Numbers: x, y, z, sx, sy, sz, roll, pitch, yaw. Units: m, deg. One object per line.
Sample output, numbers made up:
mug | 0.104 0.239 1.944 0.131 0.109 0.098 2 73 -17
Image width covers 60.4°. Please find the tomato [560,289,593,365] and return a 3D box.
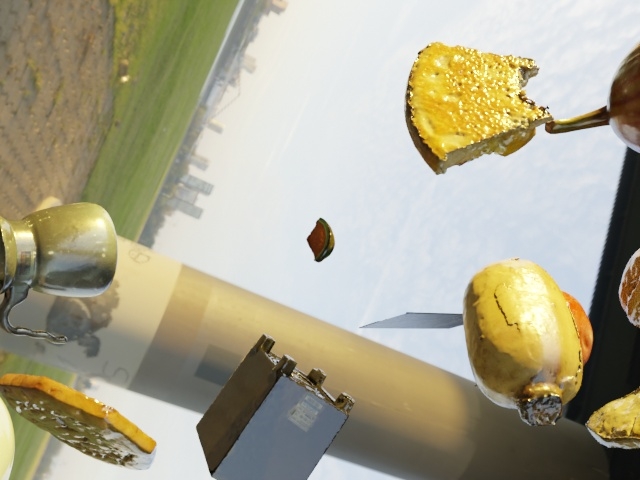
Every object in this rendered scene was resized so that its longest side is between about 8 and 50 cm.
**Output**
tomato | 0.452 0.199 1.158 0.232 0.232 0.188 -61 162 16

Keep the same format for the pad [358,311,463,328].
pad | 0.338 0.253 1.708 0.247 0.367 0.007 -33 -124 55

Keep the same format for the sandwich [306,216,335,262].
sandwich | 0.002 -0.004 1.270 0.069 0.026 0.101 -38 -126 22

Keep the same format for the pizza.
pizza | 0.248 -0.217 0.896 0.089 0.223 0.323 83 10 -50

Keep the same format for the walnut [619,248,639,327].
walnut | 0.632 0.085 0.994 0.159 0.159 0.206 -89 -175 -53

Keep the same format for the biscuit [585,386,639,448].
biscuit | 0.473 0.204 0.708 0.290 0.038 0.141 -42 177 25

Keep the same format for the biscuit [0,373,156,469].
biscuit | -0.498 0.382 1.134 0.359 0.359 0.046 -44 -164 51

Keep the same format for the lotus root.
lotus root | 0.298 0.146 0.819 0.284 0.160 0.146 -84 163 -51

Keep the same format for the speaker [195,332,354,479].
speaker | -0.096 0.356 1.107 0.254 0.184 0.232 -55 -161 -8

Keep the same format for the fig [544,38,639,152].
fig | 0.399 -0.166 0.635 0.175 0.175 0.207 -68 -167 -8

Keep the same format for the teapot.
teapot | -0.643 0.060 1.246 0.223 0.285 0.305 36 -64 39

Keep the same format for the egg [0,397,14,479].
egg | -0.405 0.236 0.511 0.183 0.183 0.264 -57 -167 26
